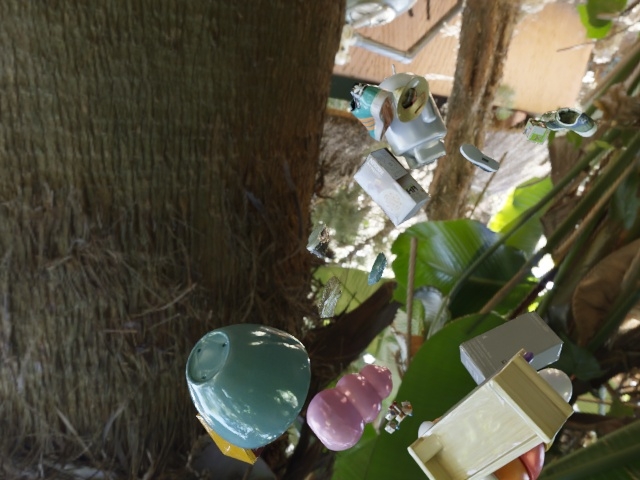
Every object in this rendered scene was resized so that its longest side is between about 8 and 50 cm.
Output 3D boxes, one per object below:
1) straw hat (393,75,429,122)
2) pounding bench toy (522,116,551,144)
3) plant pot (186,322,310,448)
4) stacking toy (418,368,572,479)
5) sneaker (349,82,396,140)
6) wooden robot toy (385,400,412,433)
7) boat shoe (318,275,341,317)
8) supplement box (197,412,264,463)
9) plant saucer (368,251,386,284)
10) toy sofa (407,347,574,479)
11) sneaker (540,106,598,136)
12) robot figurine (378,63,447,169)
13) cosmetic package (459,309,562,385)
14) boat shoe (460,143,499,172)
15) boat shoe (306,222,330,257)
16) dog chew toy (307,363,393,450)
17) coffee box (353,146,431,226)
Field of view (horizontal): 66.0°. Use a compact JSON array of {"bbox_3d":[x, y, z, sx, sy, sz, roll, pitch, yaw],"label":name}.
[{"bbox_3d":[0.240,-0.406,1.393,0.061,0.144,0.145,37,-153,33],"label":"straw hat"},{"bbox_3d":[0.650,-0.340,1.471,0.052,0.083,0.065,13,-143,-3],"label":"pounding bench toy"},{"bbox_3d":[-0.196,0.311,1.156,0.290,0.290,0.195,30,169,49],"label":"plant pot"},{"bbox_3d":[0.563,0.550,1.463,0.480,0.350,0.351,-37,-143,-19],"label":"stacking toy"},{"bbox_3d":[0.161,-0.410,1.545,0.121,0.108,0.302,31,176,12],"label":"sneaker"},{"bbox_3d":[0.290,0.609,1.762,0.076,0.079,0.173,46,-141,19],"label":"wooden robot toy"},{"bbox_3d":[0.036,0.166,1.436,0.048,0.153,0.056,3,-146,-21],"label":"boat shoe"},{"bbox_3d":[-0.238,0.535,1.523,0.129,0.191,0.194,-1,-145,35],"label":"supplement box"},{"bbox_3d":[0.192,0.095,1.627,0.021,0.119,0.119,21,-162,21],"label":"plant saucer"},{"bbox_3d":[0.372,0.410,1.092,0.177,0.362,0.150,-19,-121,-43],"label":"toy sofa"},{"bbox_3d":[0.715,-0.364,1.449,0.086,0.064,0.192,29,-171,-32],"label":"sneaker"},{"bbox_3d":[0.309,-0.432,1.727,0.200,0.353,0.300,-23,180,-20],"label":"robot figurine"},{"bbox_3d":[0.517,0.304,1.343,0.238,0.107,0.127,-27,-134,-6],"label":"cosmetic package"},{"bbox_3d":[0.496,-0.254,1.552,0.142,0.049,0.040,29,162,-8],"label":"boat shoe"},{"bbox_3d":[0.000,0.000,1.926,0.068,0.081,0.227,45,-158,-11],"label":"boat shoe"},{"bbox_3d":[0.115,0.560,1.705,0.332,0.206,0.207,-38,-144,-16],"label":"dog chew toy"},{"bbox_3d":[0.252,-0.193,1.756,0.098,0.141,0.246,-27,-108,-40],"label":"coffee box"}]
